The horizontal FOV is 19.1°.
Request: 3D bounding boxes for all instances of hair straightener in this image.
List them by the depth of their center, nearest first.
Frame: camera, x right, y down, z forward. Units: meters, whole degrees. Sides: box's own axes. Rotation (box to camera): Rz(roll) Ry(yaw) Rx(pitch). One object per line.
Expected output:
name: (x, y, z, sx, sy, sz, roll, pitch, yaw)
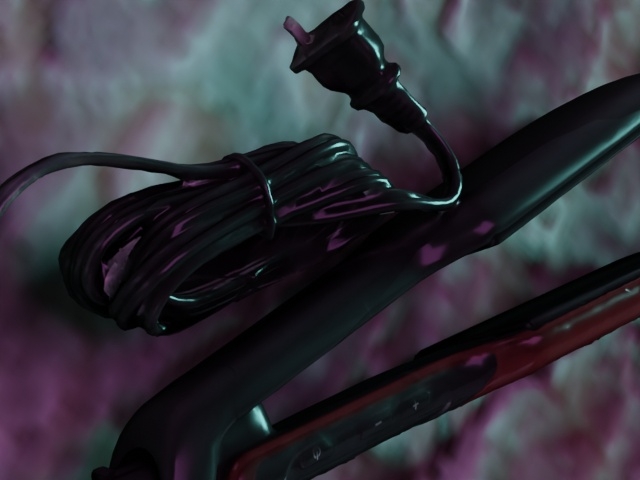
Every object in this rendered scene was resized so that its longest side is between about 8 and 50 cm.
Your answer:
hair straightener: (0.000, 0.000, 0.385, 0.230, 0.047, 0.089, -23, 92, -38)
